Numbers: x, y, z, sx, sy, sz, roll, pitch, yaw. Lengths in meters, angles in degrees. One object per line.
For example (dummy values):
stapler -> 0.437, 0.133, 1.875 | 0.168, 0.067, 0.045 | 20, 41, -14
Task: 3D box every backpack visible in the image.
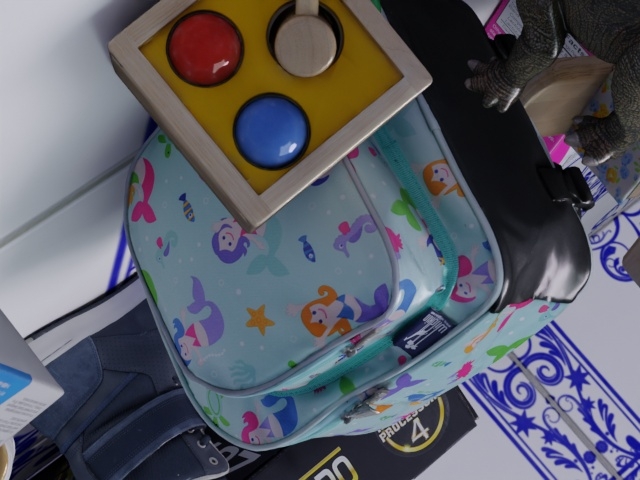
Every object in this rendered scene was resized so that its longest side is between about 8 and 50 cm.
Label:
backpack -> 0.000, 0.000, 0.978 | 0.191, 0.225, 0.253 | -6, 154, -44

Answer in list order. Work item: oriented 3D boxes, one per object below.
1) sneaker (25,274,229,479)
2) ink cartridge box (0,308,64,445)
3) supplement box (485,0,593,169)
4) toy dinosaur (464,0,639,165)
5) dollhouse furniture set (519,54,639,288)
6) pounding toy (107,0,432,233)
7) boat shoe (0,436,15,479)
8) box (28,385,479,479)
sneaker -> -0.098, 0.101, 1.204 | 0.226, 0.163, 0.086 | -35, 166, -35
ink cartridge box -> -0.253, 0.108, 0.895 | 0.203, 0.086, 0.148 | -39, 169, -2
supplement box -> 0.196, -0.143, 1.366 | 0.111, 0.114, 0.220 | -34, 168, -29
toy dinosaur -> 0.167, -0.111, 0.825 | 0.121, 0.313, 0.160 | -31, 161, -30
dollhouse furniture set -> 0.300, -0.077, 1.008 | 0.256, 0.362, 0.394 | -10, 143, -43
pounding toy -> -0.019, -0.099, 0.808 | 0.141, 0.130, 0.100 | -40, -179, -5
boat shoe -> -0.283, 0.176, 1.058 | 0.277, 0.098, 0.096 | -35, 173, 23
box -> -0.094, 0.196, 1.384 | 0.318, 0.097, 0.395 | -39, -166, -19
